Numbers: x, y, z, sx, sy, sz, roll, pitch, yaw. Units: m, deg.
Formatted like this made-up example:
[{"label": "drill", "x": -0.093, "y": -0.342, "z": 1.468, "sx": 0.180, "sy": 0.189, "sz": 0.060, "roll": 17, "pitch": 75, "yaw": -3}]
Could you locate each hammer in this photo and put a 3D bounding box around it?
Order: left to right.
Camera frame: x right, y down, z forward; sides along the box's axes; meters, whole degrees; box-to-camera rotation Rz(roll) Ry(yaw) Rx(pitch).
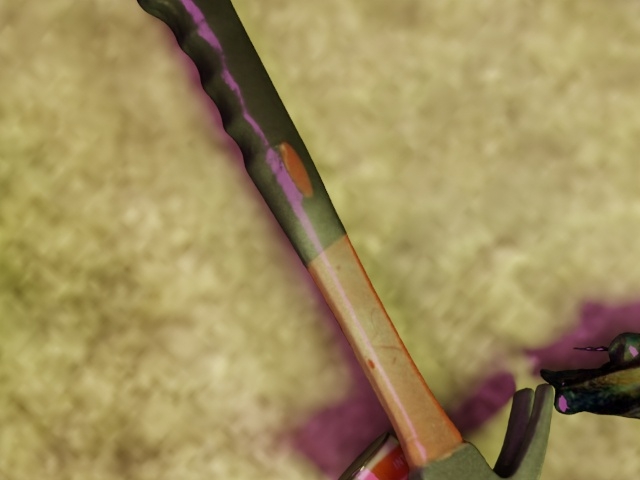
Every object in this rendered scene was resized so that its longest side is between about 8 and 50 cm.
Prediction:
[{"label": "hammer", "x": 0.000, "y": 0.000, "z": 0.652, "sx": 0.111, "sy": 0.033, "sz": 0.287, "roll": -27, "pitch": 86, "yaw": -24}]

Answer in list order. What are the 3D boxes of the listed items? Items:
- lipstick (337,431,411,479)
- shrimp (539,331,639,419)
[{"label": "lipstick", "x": 0.064, "y": 0.139, "z": 0.674, "sx": 0.131, "sy": 0.038, "sz": 0.038, "roll": 43, "pitch": 99, "yaw": 1}, {"label": "shrimp", "x": 0.213, "y": 0.103, "z": 0.600, "sx": 0.262, "sy": 0.198, "sz": 0.051, "roll": 0, "pitch": 141, "yaw": 10}]
